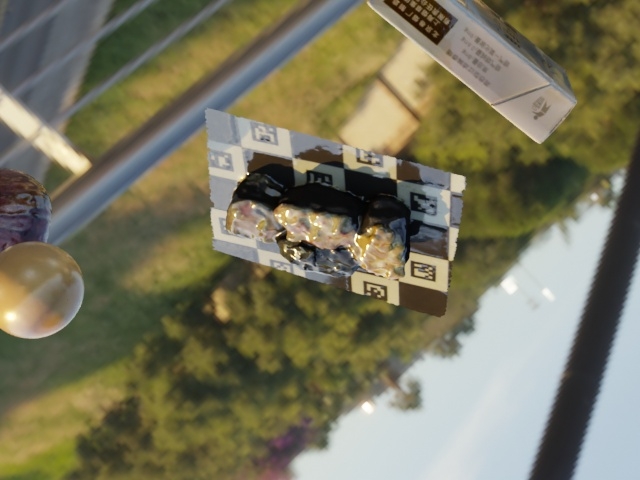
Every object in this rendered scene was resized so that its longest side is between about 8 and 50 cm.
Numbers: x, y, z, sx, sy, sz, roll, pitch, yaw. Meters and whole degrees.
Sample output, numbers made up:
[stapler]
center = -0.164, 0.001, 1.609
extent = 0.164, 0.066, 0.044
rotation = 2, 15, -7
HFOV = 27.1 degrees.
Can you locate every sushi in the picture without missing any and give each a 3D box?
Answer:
[sushi]
center = 0.000, 0.000, 1.078
extent = 0.192, 0.215, 0.050
rotation = 92, 17, -53

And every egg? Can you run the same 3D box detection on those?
[egg]
center = -0.230, 0.040, 1.068
extent = 0.080, 0.080, 0.096
rotation = -42, -167, -15

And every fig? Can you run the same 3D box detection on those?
[fig]
center = -0.365, -0.031, 1.478
extent = 0.128, 0.150, 0.128
rotation = -28, -155, 14

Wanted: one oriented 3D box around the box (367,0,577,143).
[box]
center = 0.165, -0.220, 1.453
extent = 0.067, 0.243, 0.155
rotation = -49, -171, 20
